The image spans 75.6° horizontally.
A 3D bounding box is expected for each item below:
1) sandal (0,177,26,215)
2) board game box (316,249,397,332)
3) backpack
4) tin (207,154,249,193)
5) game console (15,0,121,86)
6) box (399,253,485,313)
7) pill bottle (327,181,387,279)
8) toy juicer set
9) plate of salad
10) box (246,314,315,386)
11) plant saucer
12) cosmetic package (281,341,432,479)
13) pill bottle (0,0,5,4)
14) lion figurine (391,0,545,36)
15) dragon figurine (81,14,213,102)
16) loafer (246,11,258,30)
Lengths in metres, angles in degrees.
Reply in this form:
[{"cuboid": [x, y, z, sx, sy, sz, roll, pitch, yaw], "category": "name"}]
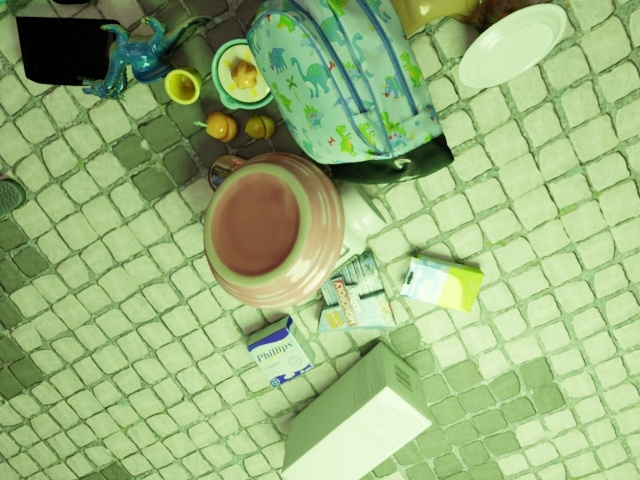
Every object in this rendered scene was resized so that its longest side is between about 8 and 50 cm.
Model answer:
[{"cuboid": [-0.846, -0.073, 1.024, 0.254, 0.054, 0.097, -22, 112, 0], "category": "sandal"}, {"cuboid": [0.065, 0.147, 1.019, 0.194, 0.060, 0.194, -19, 105, 9], "category": "board game box"}, {"cuboid": [0.039, -0.276, 0.713, 0.273, 0.290, 0.356, -19, 108, -19], "category": "backpack"}, {"cuboid": [-0.165, -0.134, 0.959, 0.189, 0.040, 0.106, 20, 112, -2], "category": "tin"}, {"cuboid": [-0.535, -0.514, 0.861, 0.213, 0.044, 0.361, 3, 107, 3], "category": "game console"}, {"cuboid": [0.288, 0.102, 0.997, 0.178, 0.042, 0.109, 14, 107, 0], "category": "box"}, {"cuboid": [0.000, 0.000, 0.925, 0.278, 0.162, 0.162, -40, 101, 13], "category": "pill bottle"}, {"cuboid": [-0.131, -0.306, 0.844, 0.329, 0.089, 0.209, -19, 124, 16], "category": "toy juicer set"}, {"cuboid": [0.357, -0.368, 0.785, 0.199, 0.200, 0.048, -20, 71, 10], "category": "plate of salad"}, {"cuboid": [-0.101, 0.286, 1.068, 0.126, 0.072, 0.137, -29, 103, 12], "category": "box"}, {"cuboid": [-0.116, -0.027, 0.846, 0.332, 0.084, 0.332, -4, 80, 24], "category": "plant saucer"}, {"cuboid": [0.081, 0.458, 1.046, 0.155, 0.197, 0.365, 41, 107, -10], "category": "cosmetic package"}, {"cuboid": [-0.622, -0.544, 0.769, 0.264, 0.146, 0.146, -12, 107, 27], "category": "pill bottle"}, {"cuboid": [0.209, -0.459, 0.760, 0.392, 0.142, 0.240, -14, 134, 9], "category": "lion figurine"}, {"cuboid": [-0.352, -0.376, 0.858, 0.289, 0.085, 0.144, -16, 114, -9], "category": "dragon figurine"}, {"cuboid": [-0.007, -0.488, 0.812, 0.302, 0.109, 0.095, -33, 119, 20], "category": "loafer"}]
